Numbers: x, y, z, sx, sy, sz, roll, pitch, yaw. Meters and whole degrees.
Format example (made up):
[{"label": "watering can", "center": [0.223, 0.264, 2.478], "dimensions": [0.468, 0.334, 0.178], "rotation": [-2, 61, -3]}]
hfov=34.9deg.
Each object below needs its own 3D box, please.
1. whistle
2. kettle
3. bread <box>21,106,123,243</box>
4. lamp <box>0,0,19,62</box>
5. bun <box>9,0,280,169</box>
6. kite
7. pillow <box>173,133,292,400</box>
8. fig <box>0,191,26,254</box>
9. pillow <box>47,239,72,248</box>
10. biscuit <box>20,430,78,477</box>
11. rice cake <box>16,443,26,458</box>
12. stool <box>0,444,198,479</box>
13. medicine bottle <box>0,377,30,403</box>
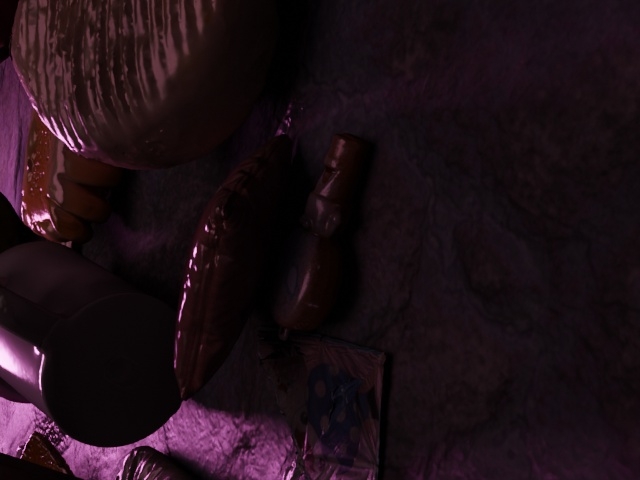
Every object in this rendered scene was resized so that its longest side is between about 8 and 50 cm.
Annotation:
[{"label": "whistle", "center": [0.000, 0.000, 1.019], "dimensions": [0.107, 0.057, 0.220], "rotation": [40, 114, 65]}, {"label": "kettle", "center": [-0.333, 0.105, 1.320], "dimensions": [0.318, 0.205, 0.265], "rotation": [21, 137, 55]}, {"label": "bread", "center": [-0.347, -0.149, 1.478], "dimensions": [0.173, 0.121, 0.311], "rotation": [18, 99, 52]}, {"label": "lamp", "center": [-0.648, -0.441, 1.828], "dimensions": [0.303, 0.257, 0.303], "rotation": [-28, 31, 19]}, {"label": "bun", "center": [-0.183, -0.240, 1.171], "dimensions": [0.362, 0.234, 0.326], "rotation": [-32, 66, 31]}, {"label": "kite", "center": [-0.009, 0.210, 1.040], "dimensions": [0.314, 0.011, 0.335], "rotation": [-57, 42, 35]}, {"label": "pillow", "center": [-0.093, 0.019, 1.064], "dimensions": [0.236, 0.084, 0.223], "rotation": [-67, -3, -63]}, {"label": "fig", "center": [-0.621, -0.033, 1.828], "dimensions": [0.206, 0.206, 0.275], "rotation": [-53, 27, 37]}, {"label": "pillow", "center": [-0.416, -0.064, 1.640], "dimensions": [0.130, 0.038, 0.233], "rotation": [15, 100, 59]}, {"label": "biscuit", "center": [-0.443, 0.415, 1.593], "dimensions": [0.131, 0.025, 0.231], "rotation": [44, 121, 25]}, {"label": "rice cake", "center": [-0.496, 0.429, 1.681], "dimensions": [0.036, 0.047, 0.207], "rotation": [33, 114, 44]}, {"label": "stool", "center": [-0.272, 0.411, 1.189], "dimensions": [0.310, 0.226, 0.310], "rotation": [14, 89, 55]}, {"label": "medicine bottle", "center": [-0.489, 0.132, 1.596], "dimensions": [0.290, 0.178, 0.178], "rotation": [16, 99, 55]}]
